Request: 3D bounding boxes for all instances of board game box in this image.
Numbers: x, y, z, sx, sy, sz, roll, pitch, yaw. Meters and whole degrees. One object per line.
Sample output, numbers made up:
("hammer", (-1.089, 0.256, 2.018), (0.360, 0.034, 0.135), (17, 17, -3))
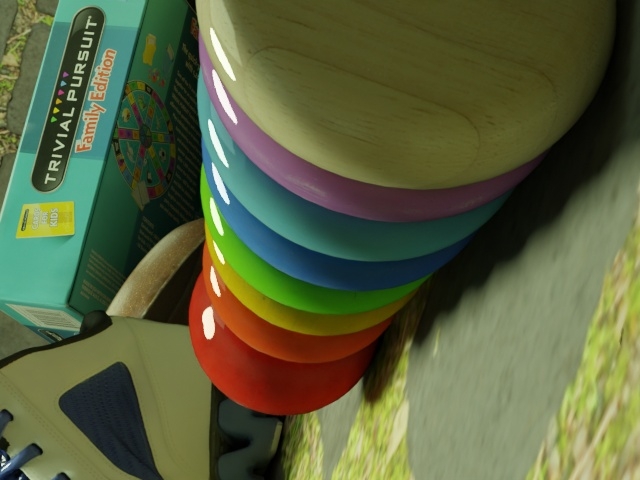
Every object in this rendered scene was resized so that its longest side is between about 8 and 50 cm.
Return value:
("board game box", (-0.144, -0.070, 1.437), (0.254, 0.079, 0.336), (50, -131, -64))

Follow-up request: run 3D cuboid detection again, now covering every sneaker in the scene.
("sneaker", (-0.127, 0.162, 0.996), (0.127, 0.182, 0.315), (114, 167, -50))

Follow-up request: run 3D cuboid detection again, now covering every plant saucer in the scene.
("plant saucer", (-0.119, 0.058, 1.310), (0.198, 0.036, 0.198), (-56, -12, -18))

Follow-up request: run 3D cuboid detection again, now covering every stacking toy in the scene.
("stacking toy", (0.008, -0.016, 0.717), (0.330, 0.141, 0.141), (107, 174, -62))
